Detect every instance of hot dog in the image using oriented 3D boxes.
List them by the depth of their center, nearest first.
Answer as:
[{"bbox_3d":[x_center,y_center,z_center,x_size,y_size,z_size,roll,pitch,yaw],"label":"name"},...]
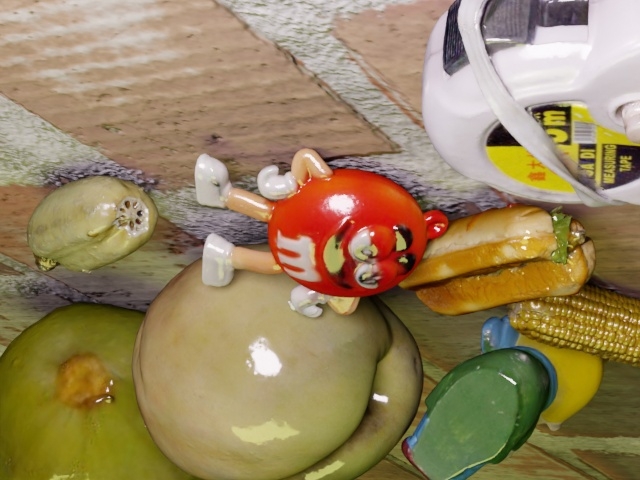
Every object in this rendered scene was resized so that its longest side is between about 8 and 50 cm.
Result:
[{"bbox_3d":[0.153,0.011,1.318,0.104,0.076,0.250,31,156,-19],"label":"hot dog"}]

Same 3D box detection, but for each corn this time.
[{"bbox_3d":[0.270,0.080,1.456,0.207,0.068,0.068,15,161,-16],"label":"corn"}]

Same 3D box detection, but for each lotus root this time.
[{"bbox_3d":[-0.225,-0.015,1.436,0.090,0.077,0.183,29,152,-27],"label":"lotus root"}]

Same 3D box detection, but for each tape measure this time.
[{"bbox_3d":[0.160,-0.094,0.927,0.197,0.120,0.236,1,155,9],"label":"tape measure"}]

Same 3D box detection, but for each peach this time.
[{"bbox_3d":[-0.048,0.123,1.506,0.292,0.247,0.292,17,-172,-2],"label":"peach"}]

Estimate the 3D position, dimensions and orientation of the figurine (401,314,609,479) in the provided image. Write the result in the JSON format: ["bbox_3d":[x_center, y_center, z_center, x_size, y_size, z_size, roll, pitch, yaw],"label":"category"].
[{"bbox_3d":[0.191,0.161,1.522,0.127,0.185,0.234,38,-155,12],"label":"figurine"}]

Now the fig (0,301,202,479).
[{"bbox_3d":[-0.262,0.223,1.810,0.343,0.343,0.343,10,161,3],"label":"fig"}]

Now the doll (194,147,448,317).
[{"bbox_3d":[0.000,0.000,1.307,0.217,0.085,0.183,6,134,6],"label":"doll"}]
